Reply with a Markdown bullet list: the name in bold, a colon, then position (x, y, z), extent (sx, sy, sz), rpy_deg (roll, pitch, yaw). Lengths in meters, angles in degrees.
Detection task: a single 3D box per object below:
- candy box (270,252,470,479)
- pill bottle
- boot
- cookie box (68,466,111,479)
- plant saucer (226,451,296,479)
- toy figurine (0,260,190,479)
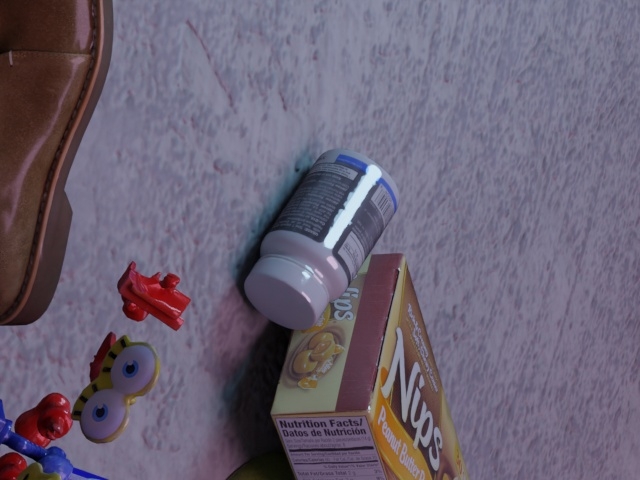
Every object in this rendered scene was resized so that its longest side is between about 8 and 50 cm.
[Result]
- **candy box**: position (0.053, 0.187, 1.664), extent (0.183, 0.087, 0.316), rpy_deg (-76, 154, -47)
- **pill bottle**: position (0.000, 0.000, 1.578), extent (0.137, 0.078, 0.078), rpy_deg (-56, 142, -31)
- **boot**: position (-0.207, -0.094, 1.208), extent (0.115, 0.112, 0.305), rpy_deg (0, 102, -47)
- **cookie box**: position (-0.167, 0.216, 1.371), extent (0.040, 0.092, 0.107), rpy_deg (-18, 115, -51)
- **plant saucer**: position (-0.042, 0.296, 1.644), extent (0.241, 0.037, 0.241), rpy_deg (-23, 119, -52)
- **toy figurine**: position (-0.268, 0.112, 1.168), extent (0.362, 0.217, 0.191), rpy_deg (-53, -167, 7)
